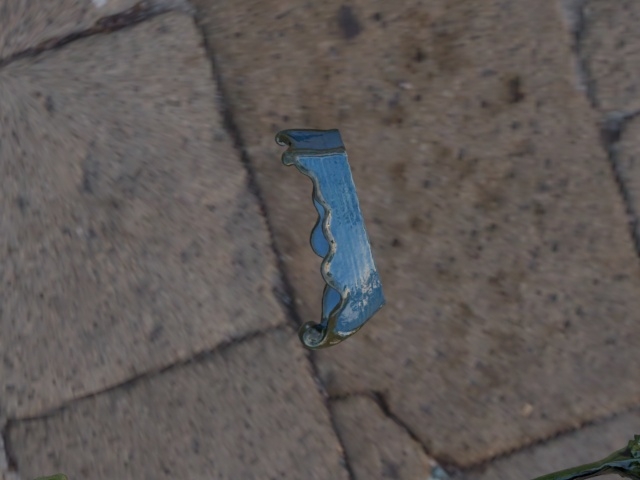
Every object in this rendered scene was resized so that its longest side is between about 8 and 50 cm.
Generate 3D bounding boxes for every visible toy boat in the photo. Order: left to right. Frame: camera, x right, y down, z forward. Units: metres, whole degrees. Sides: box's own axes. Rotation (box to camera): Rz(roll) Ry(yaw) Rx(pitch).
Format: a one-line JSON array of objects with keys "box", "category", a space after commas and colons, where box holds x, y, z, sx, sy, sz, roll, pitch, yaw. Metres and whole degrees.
[{"box": [0.000, 0.000, 1.404, 0.077, 0.075, 0.185, -16, 116, 0], "category": "toy boat"}]

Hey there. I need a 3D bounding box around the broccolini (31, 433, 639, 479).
[{"box": [0.054, 0.112, 0.792, 0.392, 0.074, 0.078, 3, 120, 10], "category": "broccolini"}]
